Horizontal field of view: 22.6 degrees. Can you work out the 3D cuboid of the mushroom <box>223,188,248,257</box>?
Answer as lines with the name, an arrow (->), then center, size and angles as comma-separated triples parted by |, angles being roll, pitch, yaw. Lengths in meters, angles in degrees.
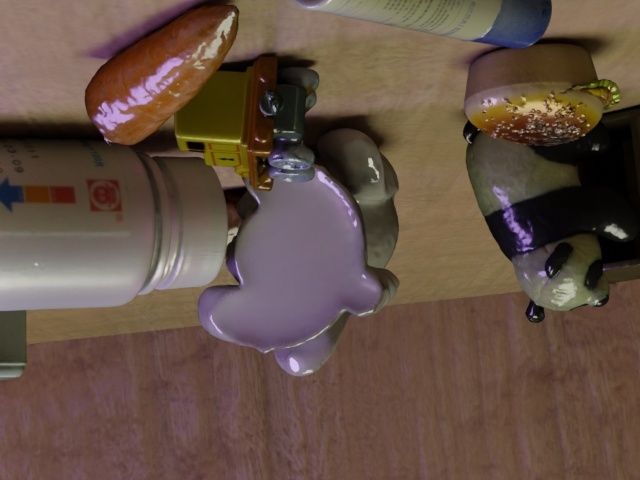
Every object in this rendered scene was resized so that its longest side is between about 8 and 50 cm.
mushroom -> -0.117, -0.015, 2.004 | 0.170, 0.080, 0.135 | -15, 158, 31

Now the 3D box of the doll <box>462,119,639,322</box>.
doll -> 0.236, -0.034, 1.684 | 0.135, 0.234, 0.143 | -19, 175, -29

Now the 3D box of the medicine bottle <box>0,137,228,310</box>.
medicine bottle -> -0.248, -0.017, 1.581 | 0.293, 0.170, 0.170 | -1, 170, -30

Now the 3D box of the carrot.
carrot -> -0.115, -0.141, 1.248 | 0.072, 0.072, 0.205 | -1, 162, -34

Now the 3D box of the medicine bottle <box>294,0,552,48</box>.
medicine bottle -> 0.075, -0.176, 1.132 | 0.059, 0.059, 0.231 | -14, 169, 42

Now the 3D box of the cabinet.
cabinet -> 0.378, -0.055, 1.781 | 0.215, 0.175, 0.148 | -11, 171, 34

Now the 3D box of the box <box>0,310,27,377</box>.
box -> -0.543, 0.113, 2.188 | 0.312, 0.182, 0.175 | -10, 171, 26

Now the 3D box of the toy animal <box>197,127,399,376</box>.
toy animal -> 0.000, 0.000, 1.737 | 0.206, 0.272, 0.265 | 16, -169, 8

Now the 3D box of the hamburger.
hamburger -> 0.201, -0.129, 1.462 | 0.141, 0.081, 0.126 | -1, 170, -26

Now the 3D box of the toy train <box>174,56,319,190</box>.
toy train -> -0.065, -0.104, 1.438 | 0.127, 0.089, 0.219 | 4, 172, 0
